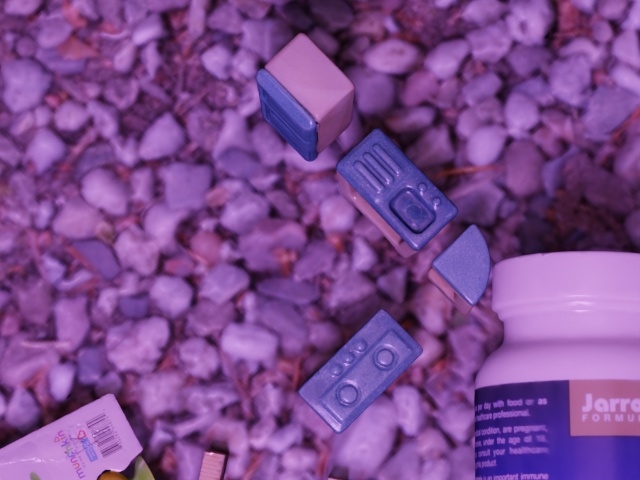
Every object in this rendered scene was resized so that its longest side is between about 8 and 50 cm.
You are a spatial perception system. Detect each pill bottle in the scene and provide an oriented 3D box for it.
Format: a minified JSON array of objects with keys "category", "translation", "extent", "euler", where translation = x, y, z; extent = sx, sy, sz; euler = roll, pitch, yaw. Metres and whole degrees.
[{"category":"pill bottle","translation":[0.176,0.146,1.194],"extent":[0.153,0.153,0.265],"euler":[0,81,0]}]

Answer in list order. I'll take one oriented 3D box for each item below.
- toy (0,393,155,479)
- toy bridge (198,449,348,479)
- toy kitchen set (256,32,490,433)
[{"category":"toy","translation":[-0.214,0.219,1.230],"extent":[0.237,0.056,0.137],"euler":[-28,78,-9]},{"category":"toy bridge","translation":[0.006,0.193,1.249],"extent":[0.188,0.026,0.063],"euler":[13,83,2]},{"category":"toy kitchen set","translation":[0.000,0.000,1.232],"extent":[0.166,0.122,0.207],"euler":[-44,83,-7]}]
